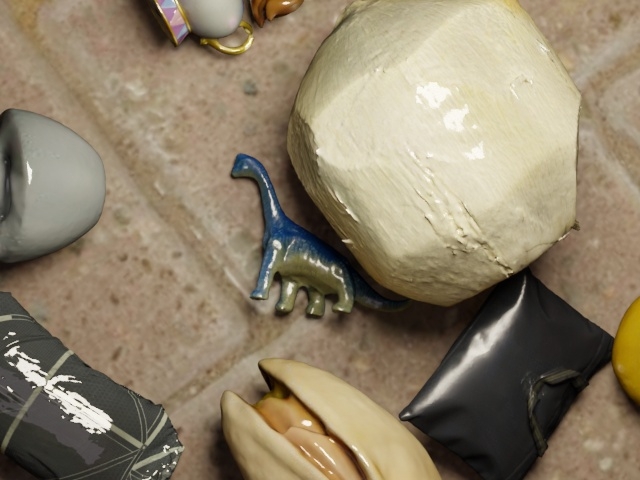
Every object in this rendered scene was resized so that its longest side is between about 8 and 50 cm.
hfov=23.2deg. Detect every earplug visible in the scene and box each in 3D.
[{"bbox_3d":[-0.404,-0.018,1.847,0.325,0.214,0.175,-38,124,-6],"label":"earplug"}]

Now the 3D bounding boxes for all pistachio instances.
[{"bbox_3d":[0.016,0.271,1.837,0.193,0.214,0.318,-38,71,-14],"label":"pistachio"}]

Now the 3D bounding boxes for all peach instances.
[{"bbox_3d":[0.448,0.139,1.924,0.179,0.103,0.179,2,79,-11],"label":"peach"}]

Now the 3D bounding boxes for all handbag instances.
[{"bbox_3d":[0.235,0.171,1.892,0.211,0.089,0.254,43,80,-29],"label":"handbag"}]

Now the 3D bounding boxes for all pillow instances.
[{"bbox_3d":[-0.323,0.199,1.876,0.335,0.092,0.161,37,79,-1],"label":"pillow"}]

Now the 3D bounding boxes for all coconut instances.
[{"bbox_3d":[0.135,-0.125,1.807,0.346,0.346,0.360,-35,94,-5],"label":"coconut"}]

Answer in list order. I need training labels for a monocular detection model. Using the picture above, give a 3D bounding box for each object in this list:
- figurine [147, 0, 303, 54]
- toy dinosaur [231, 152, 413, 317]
[{"bbox_3d":[-0.087,-0.339,1.911,0.263,0.142,0.189,-28,120,-7],"label":"figurine"},{"bbox_3d":[0.000,0.000,1.926,0.248,0.075,0.188,9,79,3],"label":"toy dinosaur"}]
